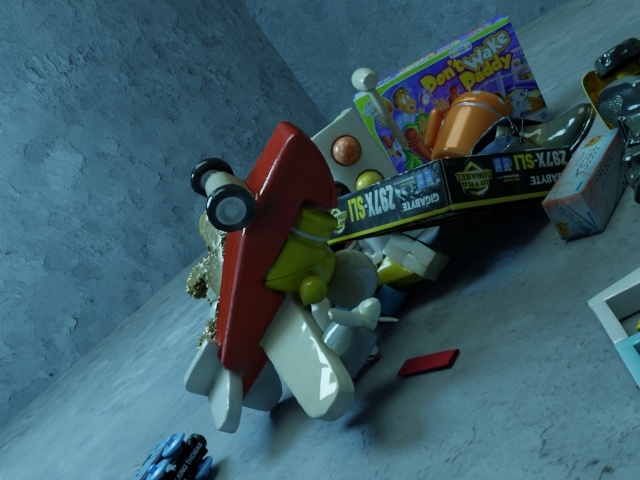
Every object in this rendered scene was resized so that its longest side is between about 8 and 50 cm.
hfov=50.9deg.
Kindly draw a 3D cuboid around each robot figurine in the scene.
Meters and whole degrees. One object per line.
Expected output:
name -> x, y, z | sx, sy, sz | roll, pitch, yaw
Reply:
robot figurine -> 0.295, -0.202, 1.320 | 0.158, 0.128, 0.219 | 5, 65, 48

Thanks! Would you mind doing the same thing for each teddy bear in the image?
teddy bear -> -0.160, 0.090, 1.314 | 0.245, 0.113, 0.337 | -39, 52, 31

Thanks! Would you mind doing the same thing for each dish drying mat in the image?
dish drying mat -> 0.131, 0.150, 0.820 | 0.083, 0.008, 0.032 | -26, 15, 45

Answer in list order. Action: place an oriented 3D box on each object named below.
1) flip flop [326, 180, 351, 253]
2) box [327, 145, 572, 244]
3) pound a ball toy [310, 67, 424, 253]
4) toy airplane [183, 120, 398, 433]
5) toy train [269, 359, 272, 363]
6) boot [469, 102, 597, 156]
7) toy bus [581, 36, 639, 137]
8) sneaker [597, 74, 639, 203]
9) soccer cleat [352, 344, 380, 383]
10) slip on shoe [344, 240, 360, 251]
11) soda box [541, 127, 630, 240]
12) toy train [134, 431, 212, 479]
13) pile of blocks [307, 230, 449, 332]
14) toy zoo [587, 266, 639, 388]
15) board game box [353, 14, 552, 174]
flip flop -> 0.000, 0.000, 1.242 | 0.112, 0.080, 0.277 | -30, -34, -24
box -> 0.188, -0.066, 1.060 | 0.257, 0.079, 0.322 | -7, -4, -31
pound a ball toy -> 0.104, -0.152, 1.300 | 0.208, 0.319, 0.136 | -37, 12, -2
toy airplane -> -0.048, 0.080, 0.947 | 0.273, 0.385, 0.384 | 0, -23, -21
toy train -> -0.090, 0.145, 1.194 | 0.027, 0.036, 0.158 | -9, 71, 47
boot -> 0.332, -0.161, 1.073 | 0.219, 0.106, 0.082 | 129, 161, -56
toy bus -> 0.516, -0.250, 0.983 | 0.220, 0.149, 0.211 | -33, -1, 29
sneaker -> 0.399, -0.127, 0.834 | 0.130, 0.087, 0.227 | -38, 36, 2
soccer cleat -> 0.045, 0.169, 0.920 | 0.083, 0.035, 0.029 | -40, 12, -16
slip on shoe -> -0.057, 0.046, 1.533 | 0.331, 0.101, 0.123 | -29, 16, 39
soda box -> 0.364, -0.078, 0.900 | 0.058, 0.063, 0.183 | -18, 21, 49
toy train -> -0.220, 0.343, 0.919 | 0.105, 0.080, 0.184 | -39, 10, 37
pile of blocks -> 0.058, 0.089, 1.093 | 0.362, 0.148, 0.113 | -16, -21, 37
toy zoo -> 0.335, 0.055, 0.546 | 0.192, 0.030, 0.293 | -33, 13, 17
board game box -> 0.275, -0.283, 1.425 | 0.347, 0.233, 0.078 | -27, 18, 12
